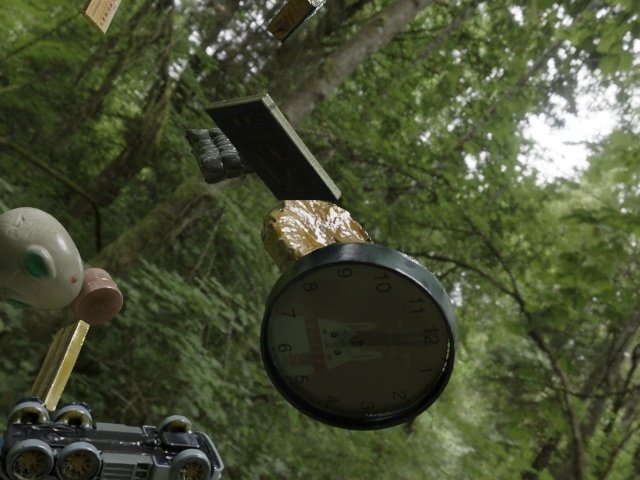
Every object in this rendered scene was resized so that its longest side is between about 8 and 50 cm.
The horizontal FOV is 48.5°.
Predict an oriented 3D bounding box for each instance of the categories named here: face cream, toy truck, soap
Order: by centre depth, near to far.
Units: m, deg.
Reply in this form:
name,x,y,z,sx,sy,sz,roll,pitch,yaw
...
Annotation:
name,x,y,z,sx,sy,sz,roll,pitch,yaw
toy truck,-0.332,0.334,0.997,0.367,0.175,0.146,11,9,-23
soap,-0.640,0.310,1.718,0.092,0.252,0.037,-22,-51,30
face cream,-0.696,0.173,2.182,0.104,0.149,0.149,45,-3,39

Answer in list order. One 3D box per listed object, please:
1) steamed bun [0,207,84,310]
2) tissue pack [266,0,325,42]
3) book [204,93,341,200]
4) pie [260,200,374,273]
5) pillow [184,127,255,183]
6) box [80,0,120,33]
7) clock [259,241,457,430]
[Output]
name,x,y,z,sx,sy,sz,roll,pitch,yaw
steamed bun,-0.579,0.043,1.405,0.228,0.177,0.130,45,23,12
tissue pack,-0.074,-0.695,2.167,0.082,0.120,0.169,46,-53,-9
book,-0.096,-0.178,1.429,0.190,0.025,0.269,3,-39,46
pie,0.000,0.000,1.829,0.339,0.083,0.340,19,35,-13
pillow,-0.261,-0.262,2.075,0.326,0.228,0.101,-123,-160,-58
box,-0.359,-0.399,1.180,0.015,0.093,0.058,16,-14,20
clock,0.069,0.192,1.355,0.386,0.386,0.076,39,23,-8
